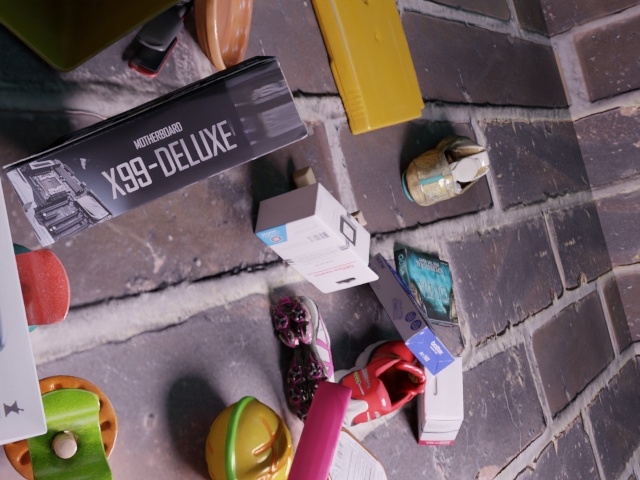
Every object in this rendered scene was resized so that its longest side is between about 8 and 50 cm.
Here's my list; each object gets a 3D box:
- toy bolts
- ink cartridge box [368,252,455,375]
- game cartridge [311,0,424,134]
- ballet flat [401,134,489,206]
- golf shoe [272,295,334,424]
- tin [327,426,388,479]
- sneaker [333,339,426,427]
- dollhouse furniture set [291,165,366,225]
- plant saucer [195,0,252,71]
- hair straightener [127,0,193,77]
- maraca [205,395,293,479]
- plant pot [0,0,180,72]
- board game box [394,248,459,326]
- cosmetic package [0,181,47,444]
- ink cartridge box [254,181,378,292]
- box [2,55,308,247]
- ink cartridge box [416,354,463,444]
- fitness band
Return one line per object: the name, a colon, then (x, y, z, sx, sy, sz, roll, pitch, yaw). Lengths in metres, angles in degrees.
toy bolts: (-0.298, 0.118, 0.861, 0.218, 0.158, 0.229, -7, 93, -20)
ink cartridge box: (0.135, 0.113, 1.539, 0.097, 0.046, 0.207, 49, 7, -37)
game cartridge: (0.084, -0.366, 1.785, 0.285, 0.052, 0.324, -23, 99, -60)
ballet flat: (0.273, -0.147, 1.929, 0.348, 0.123, 0.123, -31, 103, -60)
golf shoe: (-0.008, 0.167, 1.346, 0.086, 0.067, 0.186, 7, 70, -60)
tin: (0.043, 0.339, 1.384, 0.190, 0.040, 0.106, 49, 42, -38)
sneaker: (0.111, 0.216, 1.469, 0.279, 0.118, 0.107, -25, 98, -64)
dollhouse furniture set: (0.013, -0.065, 1.495, 0.081, 0.091, 0.114, -37, 106, -75)
plant saucer: (-0.133, -0.329, 1.330, 0.200, 0.037, 0.200, 5, 90, -81)
hair straightener: (-0.180, -0.301, 1.253, 0.047, 0.089, 0.230, 27, 41, -1)
maraca: (-0.079, 0.261, 1.156, 0.186, 0.099, 0.127, 69, 28, -52)
plant pot: (-0.265, -0.350, 1.033, 0.212, 0.212, 0.187, 43, 30, -43)
board game box: (0.196, 0.090, 1.773, 0.186, 0.026, 0.126, 15, 63, -57)
cosmetic package: (-0.373, -0.016, 0.675, 0.284, 0.097, 0.377, -9, 83, -37)
ink cartridge box: (0.000, 0.000, 1.403, 0.180, 0.104, 0.060, 44, 40, -43)
box: (-0.148, -0.099, 0.935, 0.307, 0.242, 0.077, -116, -177, -78)
ink cartridge box: (0.193, 0.261, 1.579, 0.150, 0.063, 0.109, 90, 2, -63)
fitness band: (-0.015, 0.306, 1.165, 0.291, 0.054, 0.209, -71, 175, -46)
